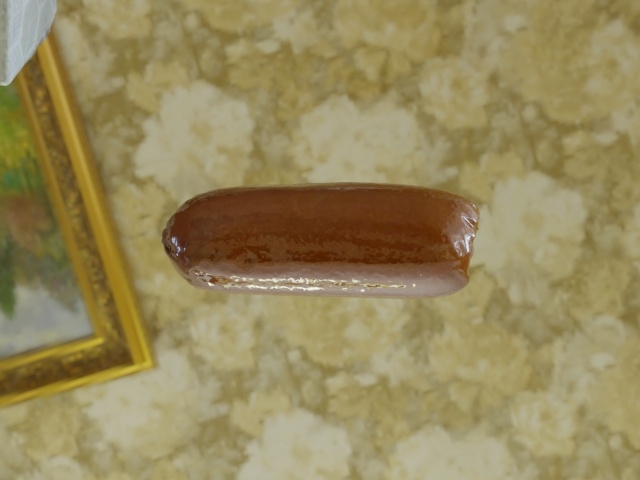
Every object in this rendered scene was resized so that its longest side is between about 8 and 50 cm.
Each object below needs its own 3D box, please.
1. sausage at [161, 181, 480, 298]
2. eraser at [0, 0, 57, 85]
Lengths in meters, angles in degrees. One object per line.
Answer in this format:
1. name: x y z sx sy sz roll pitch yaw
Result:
1. sausage: 0.000 0.000 0.812 0.197 0.076 0.076 0 -167 5
2. eraser: -0.177 -0.272 0.601 0.098 0.404 0.096 10 -143 1
